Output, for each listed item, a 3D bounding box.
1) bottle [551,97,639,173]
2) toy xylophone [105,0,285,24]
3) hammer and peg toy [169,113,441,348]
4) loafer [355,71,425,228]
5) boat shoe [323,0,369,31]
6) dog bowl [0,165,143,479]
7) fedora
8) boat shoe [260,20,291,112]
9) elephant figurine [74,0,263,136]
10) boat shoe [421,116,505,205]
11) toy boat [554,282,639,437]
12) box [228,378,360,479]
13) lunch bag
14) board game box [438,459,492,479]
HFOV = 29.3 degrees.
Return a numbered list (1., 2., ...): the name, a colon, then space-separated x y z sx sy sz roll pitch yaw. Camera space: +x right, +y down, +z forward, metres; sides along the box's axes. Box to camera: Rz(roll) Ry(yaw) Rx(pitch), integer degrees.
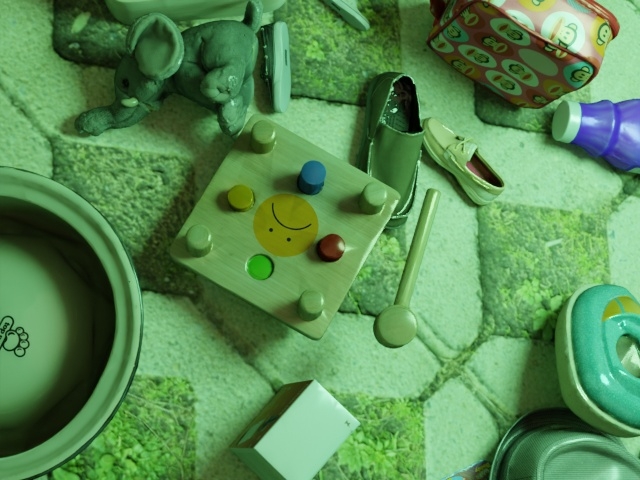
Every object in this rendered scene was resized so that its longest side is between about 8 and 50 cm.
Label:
1. bottle: 0.515 -0.168 1.979 0.283 0.092 0.118 9 78 -14
2. toy xylophone: -0.173 -0.380 1.753 0.323 0.236 0.081 -6 84 -13
3. hammer and peg toy: 0.000 0.000 1.763 0.361 0.127 0.266 29 74 3
4. loafer: 0.108 -0.144 1.864 0.094 0.087 0.251 2 80 -15
5. boat shoe: 0.042 -0.369 1.912 0.100 0.035 0.035 39 76 0
6. dog bowl: -0.426 0.115 1.603 0.408 0.150 0.408 0 81 -1
7. fedora: 0.392 0.362 1.822 0.275 0.124 0.243 12 70 -18
8. boat shoe: -0.071 -0.262 1.861 0.040 0.049 0.142 -3 82 18
9. elephant figurine: -0.220 -0.247 1.763 0.239 0.169 0.186 11 45 8
10. boat shoe: 0.224 -0.132 1.902 0.170 0.059 0.063 46 48 -9
11. toy boat: 0.502 0.190 1.865 0.318 0.148 0.267 27 44 -21
12. box: -0.040 0.273 1.712 0.091 0.170 0.130 45 72 -5
13. lunch bag: 0.278 -0.315 1.835 0.258 0.293 0.120 29 79 -10
14. board game box: 0.232 0.410 1.838 0.169 0.033 0.133 -21 87 -18
